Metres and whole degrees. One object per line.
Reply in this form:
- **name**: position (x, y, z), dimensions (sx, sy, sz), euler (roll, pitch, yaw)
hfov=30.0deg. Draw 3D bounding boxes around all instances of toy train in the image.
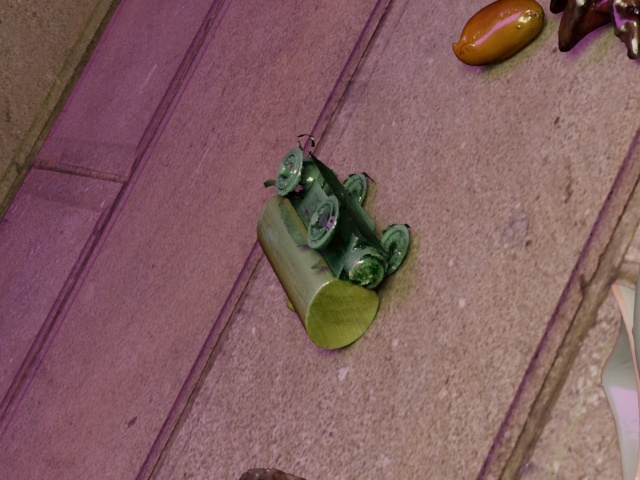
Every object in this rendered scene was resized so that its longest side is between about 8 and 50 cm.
- **toy train**: position (-0.008, -0.002, 1.488), dimensions (0.189, 0.126, 0.307), euler (-53, 30, 12)

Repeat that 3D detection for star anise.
- **star anise**: position (0.332, -0.316, 1.277), dimensions (0.272, 0.102, 0.272), euler (-36, 35, 31)

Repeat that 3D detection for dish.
- **dish**: position (0.264, 0.156, 0.926), dimensions (0.077, 0.151, 0.212), euler (0, 52, 9)

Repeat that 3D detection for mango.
- **mango**: position (0.218, -0.251, 1.435), dimensions (0.127, 0.063, 0.077), euler (-25, 39, 39)

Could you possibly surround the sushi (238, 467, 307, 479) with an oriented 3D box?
- **sushi**: position (-0.083, 0.349, 1.305), dimensions (0.241, 0.107, 0.161), euler (-42, 29, 28)

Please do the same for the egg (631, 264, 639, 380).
- **egg**: position (0.325, 0.087, 0.775), dimensions (0.230, 0.230, 0.371), euler (-31, 46, 41)
